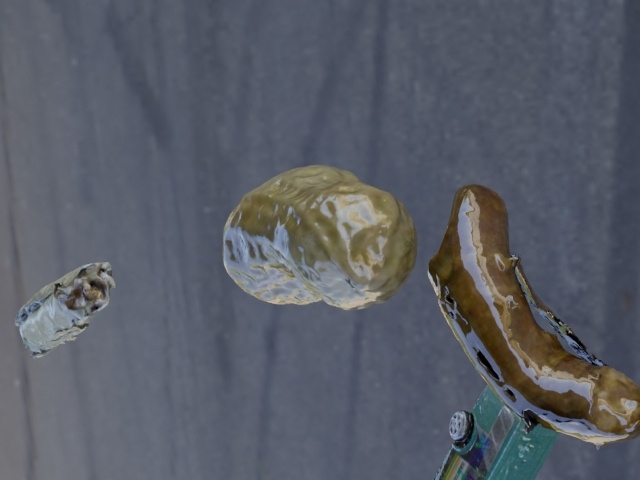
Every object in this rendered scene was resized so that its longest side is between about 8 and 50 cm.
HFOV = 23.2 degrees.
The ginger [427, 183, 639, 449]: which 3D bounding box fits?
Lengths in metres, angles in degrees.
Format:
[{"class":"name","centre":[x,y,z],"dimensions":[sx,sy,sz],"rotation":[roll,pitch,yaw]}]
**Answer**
[{"class":"ginger","centre":[0.204,0.089,1.570],"dimensions":[0.309,0.133,0.107],"rotation":[50,-166,11]}]

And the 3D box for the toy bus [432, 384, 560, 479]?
[{"class":"toy bus","centre":[0.183,0.287,1.815],"dimensions":[0.262,0.091,0.109],"rotation":[-66,30,20]}]

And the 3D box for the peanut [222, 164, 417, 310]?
[{"class":"peanut","centre":[0.001,-0.009,1.670],"dimensions":[0.291,0.143,0.159],"rotation":[-1,71,62]}]

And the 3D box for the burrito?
[{"class":"burrito","centre":[-0.191,0.052,1.151],"dimensions":[0.045,0.041,0.185],"rotation":[52,154,-6]}]
